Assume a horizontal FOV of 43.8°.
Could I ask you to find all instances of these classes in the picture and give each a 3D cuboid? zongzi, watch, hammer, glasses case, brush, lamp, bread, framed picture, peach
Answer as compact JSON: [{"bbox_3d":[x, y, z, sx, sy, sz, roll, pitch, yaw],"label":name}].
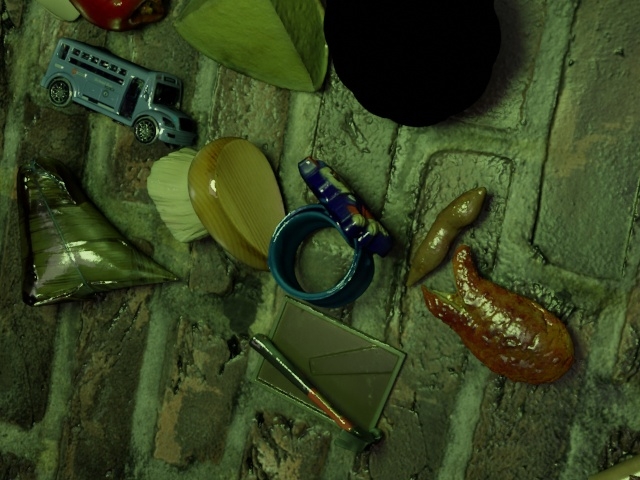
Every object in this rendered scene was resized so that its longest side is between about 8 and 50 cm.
[{"bbox_3d":[-0.424,-0.026,1.519,0.299,0.138,0.286,-5,85,4],"label":"zongzi"},{"bbox_3d":[0.007,0.007,1.346,0.200,0.171,0.196,-45,56,8],"label":"watch"},{"bbox_3d":[-0.017,0.267,1.407,0.287,0.111,0.033,41,106,20],"label":"hammer"},{"bbox_3d":[0.537,0.389,1.257,0.193,0.070,0.103,-32,85,18],"label":"glasses case"},{"bbox_3d":[-0.171,-0.049,1.418,0.166,0.174,0.267,-12,114,36],"label":"brush"},{"bbox_3d":[0.151,-0.333,1.243,0.305,0.239,0.305,34,142,33],"label":"lamp"},{"bbox_3d":[0.289,0.136,1.305,0.269,0.095,0.139,38,106,7],"label":"bread"},{"bbox_3d":[0.010,0.231,1.444,0.249,0.016,0.184,23,100,14],"label":"framed picture"},{"bbox_3d":[-0.401,-0.502,1.406,0.158,0.154,0.267,-28,94,-13],"label":"peach"}]

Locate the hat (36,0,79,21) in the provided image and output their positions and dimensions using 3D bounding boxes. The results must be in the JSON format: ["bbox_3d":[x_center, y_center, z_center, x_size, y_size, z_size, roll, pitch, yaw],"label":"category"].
[{"bbox_3d":[-0.527,-0.533,1.502,0.226,0.164,0.219,43,106,30],"label":"hat"}]

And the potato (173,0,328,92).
[{"bbox_3d":[-0.132,-0.390,1.357,0.255,0.269,0.112,13,61,31],"label":"potato"}]

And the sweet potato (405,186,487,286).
[{"bbox_3d":[0.207,-0.009,1.342,0.051,0.065,0.218,27,115,-19],"label":"sweet potato"}]

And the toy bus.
[{"bbox_3d":[-0.359,-0.270,1.470,0.292,0.125,0.133,25,101,16],"label":"toy bus"}]
